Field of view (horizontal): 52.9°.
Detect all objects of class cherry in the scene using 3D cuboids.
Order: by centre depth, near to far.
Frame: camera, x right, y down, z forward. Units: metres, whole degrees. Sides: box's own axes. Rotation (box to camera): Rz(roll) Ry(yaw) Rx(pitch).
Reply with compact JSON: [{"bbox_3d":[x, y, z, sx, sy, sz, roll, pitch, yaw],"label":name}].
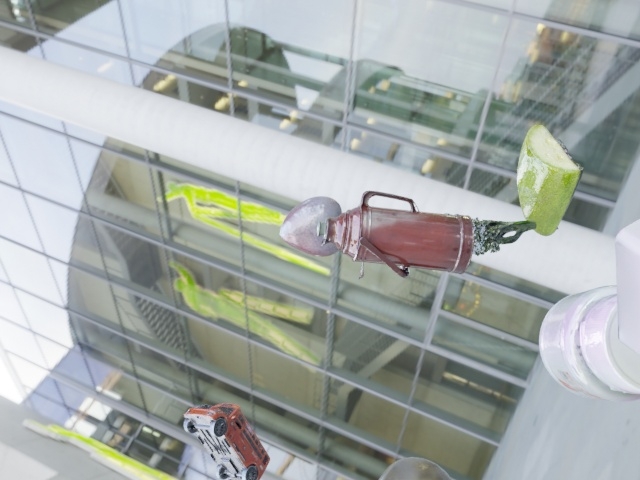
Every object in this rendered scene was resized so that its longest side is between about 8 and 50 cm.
[{"bbox_3d":[-0.006,0.002,1.364,0.148,0.115,0.187,-15,-75,-34],"label":"cherry"}]

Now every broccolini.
[{"bbox_3d":[0.397,-0.028,1.400,0.203,0.091,0.068,-19,-33,-25],"label":"broccolini"}]

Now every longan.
[{"bbox_3d":[0.199,0.558,1.329,0.198,0.198,0.212,78,-178,-61],"label":"longan"}]

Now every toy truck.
[{"bbox_3d":[-0.227,0.491,1.589,0.114,0.108,0.252,-51,-55,-44],"label":"toy truck"}]

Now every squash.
[{"bbox_3d":[0.526,-0.131,1.573,0.093,0.169,0.252,-17,-34,-11],"label":"squash"}]

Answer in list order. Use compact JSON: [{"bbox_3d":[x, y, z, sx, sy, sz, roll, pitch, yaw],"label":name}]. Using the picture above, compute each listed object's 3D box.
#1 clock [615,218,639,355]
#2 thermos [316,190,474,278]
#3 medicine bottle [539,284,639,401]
[{"bbox_3d":[0.435,0.042,0.767,0.150,0.063,0.197,-29,-52,-8],"label":"clock"},{"bbox_3d":[0.110,-0.010,0.988,0.099,0.232,0.124,-101,19,-73],"label":"thermos"},{"bbox_3d":[0.619,0.214,1.344,0.302,0.241,0.241,98,-166,-79],"label":"medicine bottle"}]
